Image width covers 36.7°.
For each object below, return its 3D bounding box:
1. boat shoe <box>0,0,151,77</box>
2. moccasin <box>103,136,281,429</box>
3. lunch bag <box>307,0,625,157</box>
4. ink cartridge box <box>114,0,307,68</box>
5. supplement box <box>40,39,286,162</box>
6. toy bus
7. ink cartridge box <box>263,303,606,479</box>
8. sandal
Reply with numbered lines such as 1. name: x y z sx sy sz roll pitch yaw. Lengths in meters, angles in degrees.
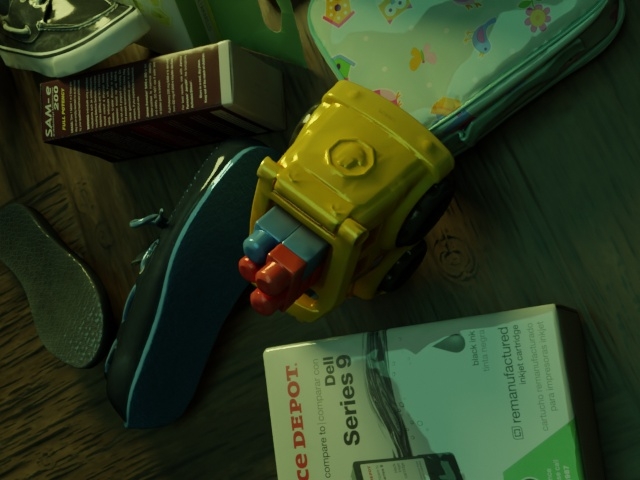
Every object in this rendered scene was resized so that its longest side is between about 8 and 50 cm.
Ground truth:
1. boat shoe: -0.302 -0.256 1.090 0.108 0.102 0.301 -40 32 -24
2. moccasin: -0.159 0.035 1.035 0.117 0.138 0.342 36 100 43
3. lunch bag: 0.139 -0.215 0.947 0.279 0.108 0.224 -36 72 16
4. ink cartridge box: -0.138 -0.259 1.042 0.235 0.171 0.056 25 66 25
5. supplement box: -0.173 -0.148 1.065 0.240 0.130 0.073 -8 81 22
6. toy bus: 0.000 0.000 0.888 0.149 0.220 0.211 36 57 14
7. ink cartridge box: 0.105 0.185 0.907 0.289 0.121 0.211 -12 79 23
8. sandal: -0.310 0.046 1.150 0.097 0.054 0.254 -46 58 11
